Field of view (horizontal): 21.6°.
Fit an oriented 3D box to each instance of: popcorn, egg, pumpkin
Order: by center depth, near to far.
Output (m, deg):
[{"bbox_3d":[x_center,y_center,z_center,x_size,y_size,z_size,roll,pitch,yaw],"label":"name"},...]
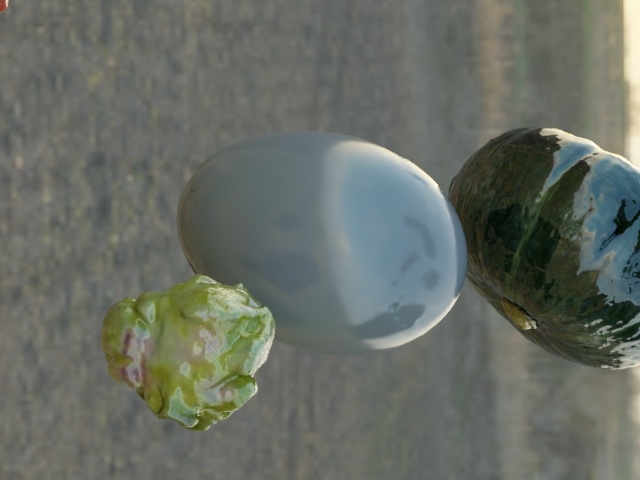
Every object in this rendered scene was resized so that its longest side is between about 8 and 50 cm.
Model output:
[{"bbox_3d":[-0.072,0.065,0.986,0.097,0.109,0.089,-9,71,-49],"label":"popcorn"},{"bbox_3d":[0.000,0.000,1.120,0.146,0.198,0.146,20,90,-83],"label":"egg"},{"bbox_3d":[0.192,0.004,1.254,0.211,0.152,0.211,47,-11,12],"label":"pumpkin"}]

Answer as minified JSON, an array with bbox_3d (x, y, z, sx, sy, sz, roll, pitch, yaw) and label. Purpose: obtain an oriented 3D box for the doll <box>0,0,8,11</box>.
[{"bbox_3d":[-0.215,-0.127,0.755,0.106,0.134,0.186,48,0,27],"label":"doll"}]
